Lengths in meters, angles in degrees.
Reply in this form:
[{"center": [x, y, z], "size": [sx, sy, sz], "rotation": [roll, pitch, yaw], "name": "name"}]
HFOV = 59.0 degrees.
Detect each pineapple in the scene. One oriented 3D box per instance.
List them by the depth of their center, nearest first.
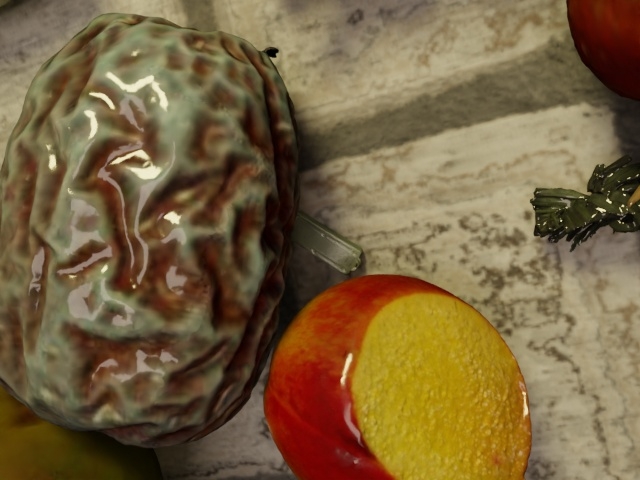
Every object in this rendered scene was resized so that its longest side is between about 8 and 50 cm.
[{"center": [0.241, -0.029, 0.422], "size": [0.160, 0.074, 0.074], "rotation": [-9, 98, 17], "name": "pineapple"}]

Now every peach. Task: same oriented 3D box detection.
[{"center": [0.060, 0.122, 0.430], "size": [0.193, 0.190, 0.190], "rotation": [11, 104, 33], "name": "peach"}]

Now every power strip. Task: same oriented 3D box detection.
[{"center": [0.000, 0.000, 0.509], "size": [0.083, 0.017, 0.027], "rotation": [33, 105, 5], "name": "power strip"}]

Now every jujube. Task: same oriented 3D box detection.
[{"center": [-0.127, -0.009, 0.433], "size": [0.226, 0.226, 0.316], "rotation": [14, 91, 10], "name": "jujube"}]

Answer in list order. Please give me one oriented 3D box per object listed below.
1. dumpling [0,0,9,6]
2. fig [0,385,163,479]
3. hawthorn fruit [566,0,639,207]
[{"center": [-0.327, -0.293, 0.493], "size": [0.252, 0.132, 0.179], "rotation": [-21, 75, 37], "name": "dumpling"}, {"center": [-0.295, 0.266, 0.483], "size": [0.344, 0.343, 0.342], "rotation": [2, 101, 13], "name": "fig"}, {"center": [0.266, -0.176, 0.304], "size": [0.259, 0.258, 0.261], "rotation": [-10, 117, 15], "name": "hawthorn fruit"}]
